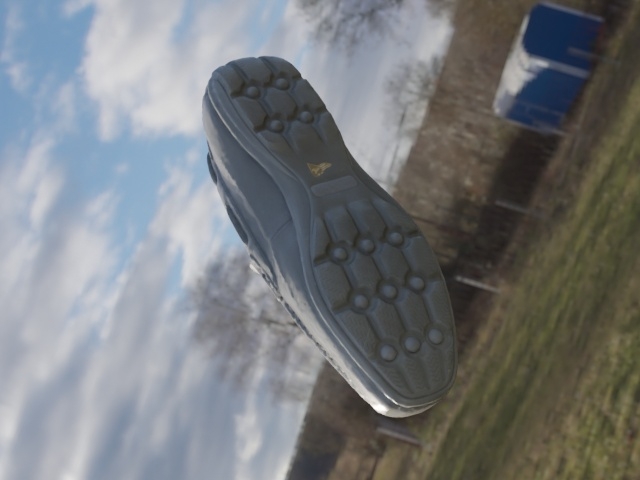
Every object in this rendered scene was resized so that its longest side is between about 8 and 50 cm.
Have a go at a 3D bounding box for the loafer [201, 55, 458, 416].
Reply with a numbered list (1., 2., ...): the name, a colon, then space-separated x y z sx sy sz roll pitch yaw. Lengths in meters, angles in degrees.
1. loafer: 0.000 0.000 0.852 0.319 0.112 0.111 62 151 28
